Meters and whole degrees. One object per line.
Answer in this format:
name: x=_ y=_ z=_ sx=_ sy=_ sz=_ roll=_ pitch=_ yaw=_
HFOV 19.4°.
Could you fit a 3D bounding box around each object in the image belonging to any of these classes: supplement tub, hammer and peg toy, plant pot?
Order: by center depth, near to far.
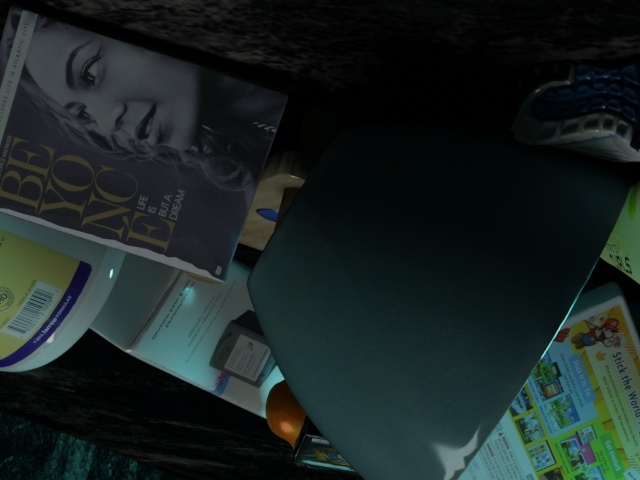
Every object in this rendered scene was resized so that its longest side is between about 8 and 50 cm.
plant pot: x=0.063 y=0.026 z=1.353 sx=0.195 sy=0.290 sz=0.290 roll=32 pitch=166 yaw=2
supplement tub: x=-0.350 y=-0.044 z=1.573 sx=0.331 sy=0.241 sz=0.241 roll=25 pitch=162 yaw=-36
hammer and peg toy: x=0.000 y=0.000 z=1.637 sx=0.266 sy=0.127 sz=0.361 roll=20 pitch=165 yaw=-23

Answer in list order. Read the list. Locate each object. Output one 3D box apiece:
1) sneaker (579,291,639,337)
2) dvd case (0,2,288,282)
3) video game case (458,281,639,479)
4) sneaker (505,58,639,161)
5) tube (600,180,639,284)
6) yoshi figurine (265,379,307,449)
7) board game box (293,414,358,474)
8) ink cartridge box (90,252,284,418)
sneaker: x=0.384 y=0.109 z=1.763 sx=0.330 sy=0.129 sz=0.147 roll=17 pitch=146 yaw=2
dvd case: x=-0.154 y=-0.073 z=1.450 sx=0.221 sy=0.164 sz=0.018 roll=18 pitch=-161 yaw=-5
video game case: x=0.190 y=0.158 z=1.603 sx=0.206 sy=0.026 sz=0.227 roll=-24 pitch=127 yaw=3
sneaker: x=0.221 y=-0.083 z=1.254 sx=0.083 sy=0.071 sz=0.191 roll=18 pitch=175 yaw=-42
tube: x=0.232 y=-0.008 z=1.350 sx=0.070 sy=0.062 sz=0.240 roll=47 pitch=-176 yaw=1
yoshi figurine: x=0.116 y=0.115 z=1.754 sx=0.362 sy=0.203 sz=0.203 roll=-5 pitch=172 yaw=41
board game box: x=0.072 y=0.194 z=1.702 sx=0.186 sy=0.026 sz=0.126 roll=10 pitch=161 yaw=-4
ink cartridge box: x=-0.152 y=0.053 z=1.870 sx=0.226 sy=0.131 sz=0.306 roll=29 pitch=178 yaw=33
